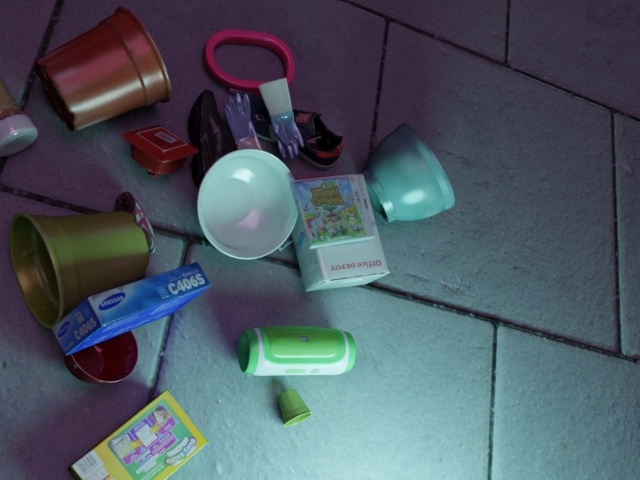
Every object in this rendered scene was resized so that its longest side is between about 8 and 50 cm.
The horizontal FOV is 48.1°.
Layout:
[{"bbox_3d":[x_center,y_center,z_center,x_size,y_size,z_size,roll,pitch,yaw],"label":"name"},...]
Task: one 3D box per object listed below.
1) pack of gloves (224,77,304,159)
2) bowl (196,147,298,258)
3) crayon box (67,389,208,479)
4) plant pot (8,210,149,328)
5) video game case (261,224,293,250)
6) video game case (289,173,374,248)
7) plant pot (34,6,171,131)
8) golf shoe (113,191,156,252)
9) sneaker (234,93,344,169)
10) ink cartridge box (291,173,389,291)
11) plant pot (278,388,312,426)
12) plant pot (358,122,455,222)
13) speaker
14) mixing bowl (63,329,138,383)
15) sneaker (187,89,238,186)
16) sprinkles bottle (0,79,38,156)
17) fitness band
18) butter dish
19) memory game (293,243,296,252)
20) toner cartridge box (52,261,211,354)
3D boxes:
[{"bbox_3d":[-0.161,-0.330,2.069,0.195,0.046,0.232,-15,101,2],"label":"pack of gloves"},{"bbox_3d":[-0.217,-0.104,1.945,0.298,0.134,0.298,-6,102,-30],"label":"bowl"},{"bbox_3d":[-0.425,0.504,1.685,0.278,0.081,0.165,-37,89,-30],"label":"crayon box"},{"bbox_3d":[-0.562,0.041,1.714,0.254,0.276,0.276,-18,79,-39],"label":"plant pot"},{"bbox_3d":[-0.099,-0.037,2.058,0.122,0.011,0.087,-38,89,-30],"label":"video game case"},{"bbox_3d":[0.034,-0.084,1.964,0.212,0.023,0.193,-9,76,-32],"label":"video game case"},{"bbox_3d":[-0.577,-0.429,1.876,0.265,0.272,0.272,-33,87,-22],"label":"plant pot"},{"bbox_3d":[-0.485,-0.043,1.880,0.067,0.086,0.186,-30,65,11],"label":"golf shoe"},{"bbox_3d":[-0.083,-0.348,2.115,0.350,0.148,0.131,27,63,-13],"label":"sneaker"},{"bbox_3d":[0.040,-0.024,2.038,0.226,0.131,0.306,-5,76,-32],"label":"ink cartridge box"},{"bbox_3d":[-0.074,0.433,1.876,0.083,0.083,0.079,-13,64,-27],"label":"plant pot"},{"bbox_3d":[0.238,-0.174,2.141,0.196,0.293,0.293,-32,85,-4],"label":"plant pot"},{"bbox_3d":[-0.062,0.294,1.900,0.296,0.131,0.131,4,70,-23],"label":"speaker"},{"bbox_3d":[-0.536,0.267,1.699,0.181,0.098,0.181,30,42,-31],"label":"mixing bowl"},{"bbox_3d":[-0.301,-0.285,2.033,0.130,0.109,0.286,1,80,-30],"label":"sneaker"},{"bbox_3d":[-0.859,-0.384,1.801,0.121,0.121,0.355,-34,87,-30],"label":"sprinkles bottle"},{"bbox_3d":[-0.214,-0.543,2.185,0.291,0.054,0.209,-2,72,-26],"label":"fitness band"},{"bbox_3d":[-0.439,-0.226,1.935,0.160,0.118,0.160,32,32,18],"label":"butter dish"},{"bbox_3d":[0.000,0.000,2.101,0.186,0.012,0.186,8,68,-21],"label":"memory game"},{"bbox_3d":[-0.434,0.153,1.687,0.348,0.165,0.075,-20,76,-56],"label":"toner cartridge box"}]
